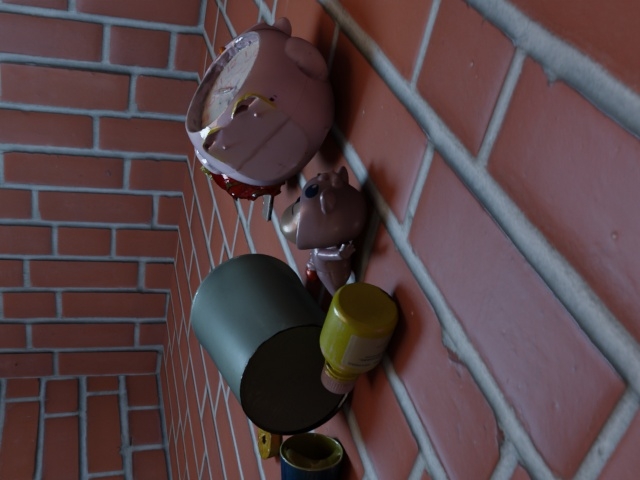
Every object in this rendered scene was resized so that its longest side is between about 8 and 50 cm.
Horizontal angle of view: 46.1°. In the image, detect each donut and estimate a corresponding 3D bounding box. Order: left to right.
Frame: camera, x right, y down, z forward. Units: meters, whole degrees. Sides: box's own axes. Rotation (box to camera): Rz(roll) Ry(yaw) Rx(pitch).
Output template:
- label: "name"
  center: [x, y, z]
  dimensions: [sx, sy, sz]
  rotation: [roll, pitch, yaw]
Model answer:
- label: "donut"
  center: [-0.136, 0.539, 2.023]
  dimensions: [0.108, 0.043, 0.097]
  rotation: [175, 97, -70]

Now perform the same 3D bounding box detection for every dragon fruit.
- label: "dragon fruit"
  center: [-0.177, -0.225, 1.944]
  dimensions: [0.241, 0.241, 0.252]
  rotation: [-127, 46, -62]

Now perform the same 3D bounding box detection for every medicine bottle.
- label: "medicine bottle"
  center: [0.058, 0.188, 1.368]
  dimensions: [0.122, 0.122, 0.212]
  rotation: [-108, 27, -45]

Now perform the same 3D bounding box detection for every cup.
- label: "cup"
  center: [-0.018, 0.496, 1.588]
  dimensions: [0.176, 0.131, 0.155]
  rotation: [-54, -31, -69]

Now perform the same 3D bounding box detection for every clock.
- label: "clock"
  center: [-0.127, -0.313, 1.699]
  dimensions: [0.368, 0.251, 0.376]
  rotation: [-41, 35, 27]

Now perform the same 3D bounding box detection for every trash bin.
- label: "trash bin"
  center: [-0.116, 0.209, 1.654]
  dimensions: [0.432, 0.280, 0.280]
  rotation: [-139, 53, -62]

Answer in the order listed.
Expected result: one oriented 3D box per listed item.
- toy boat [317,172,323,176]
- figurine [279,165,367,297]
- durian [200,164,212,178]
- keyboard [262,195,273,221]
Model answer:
- label: "toy boat"
  center: [0.003, -0.075, 1.665]
  dimensions: [0.049, 0.047, 0.149]
  rotation: [171, 99, -71]
- label: "figurine"
  center: [0.000, 0.000, 1.496]
  dimensions: [0.176, 0.186, 0.287]
  rotation: [-72, -17, -50]
- label: "durian"
  center: [-0.276, -0.284, 2.387]
  dimensions: [0.138, 0.183, 0.249]
  rotation: [45, 139, 14]
- label: "keyboard"
  center: [-0.145, -0.140, 2.154]
  dimensions: [0.055, 0.017, 0.165]
  rotation: [-133, 48, -58]
